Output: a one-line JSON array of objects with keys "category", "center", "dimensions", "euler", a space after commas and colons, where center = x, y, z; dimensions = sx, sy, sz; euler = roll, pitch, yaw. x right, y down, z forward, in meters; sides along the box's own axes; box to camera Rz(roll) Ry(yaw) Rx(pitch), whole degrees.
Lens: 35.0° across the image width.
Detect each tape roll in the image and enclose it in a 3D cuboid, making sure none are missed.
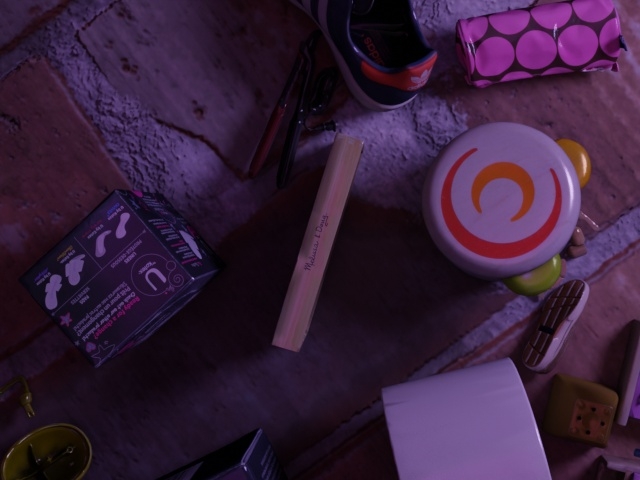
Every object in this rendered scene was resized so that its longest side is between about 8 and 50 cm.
[{"category": "tape roll", "center": [0.183, 0.280, 1.244], "dimensions": [0.169, 0.246, 0.246], "euler": [-14, 91, 4]}]

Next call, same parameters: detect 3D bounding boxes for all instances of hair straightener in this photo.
[{"category": "hair straightener", "center": [-0.017, -0.175, 1.350], "dimensions": [0.089, 0.047, 0.231], "euler": [21, 87, -16]}]

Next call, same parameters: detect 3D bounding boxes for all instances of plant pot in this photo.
[{"category": "plant pot", "center": [0.341, 0.226, 1.314], "dimensions": [0.081, 0.083, 0.082], "euler": [14, 93, 2]}]

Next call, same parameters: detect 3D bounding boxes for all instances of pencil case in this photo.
[{"category": "pencil case", "center": [0.280, -0.252, 1.305], "dimensions": [0.209, 0.095, 0.098], "euler": [-7, 112, 5]}]

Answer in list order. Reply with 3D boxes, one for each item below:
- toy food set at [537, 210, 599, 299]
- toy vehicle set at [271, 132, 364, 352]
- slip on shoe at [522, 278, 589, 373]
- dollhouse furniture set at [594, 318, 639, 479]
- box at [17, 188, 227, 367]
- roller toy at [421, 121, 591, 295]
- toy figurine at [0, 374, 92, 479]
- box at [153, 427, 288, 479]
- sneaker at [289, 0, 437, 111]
[{"category": "toy food set", "center": [0.306, 0.010, 1.344], "dimensions": [0.078, 0.019, 0.122], "euler": [42, 101, 2]}, {"category": "toy vehicle set", "center": [0.000, 0.000, 1.284], "dimensions": [0.035, 0.166, 0.267], "euler": [17, 92, 2]}, {"category": "slip on shoe", "center": [0.316, 0.115, 1.336], "dimensions": [0.041, 0.051, 0.135], "euler": [32, 84, -38]}, {"category": "dollhouse furniture set", "center": [0.475, 0.242, 1.198], "dimensions": [0.198, 0.303, 0.287], "euler": [13, 92, 3]}, {"category": "box", "center": [-0.234, 0.043, 1.257], "dimensions": [0.163, 0.247, 0.142], "euler": [-42, 88, 4]}, {"category": "roller toy", "center": [0.228, -0.047, 1.281], "dimensions": [0.191, 0.146, 0.209], "euler": [18, 88, 12]}, {"category": "toy figurine", "center": [-0.495, 0.373, 1.344], "dimensions": [0.191, 0.217, 0.362], "euler": [42, 49, 15]}, {"category": "box", "center": [-0.127, 0.491, 1.282], "dimensions": [0.293, 0.212, 0.396], "euler": [-25, 89, 3]}, {"category": "sneaker", "center": [0.029, -0.332, 1.269], "dimensions": [0.131, 0.148, 0.350], "euler": [-40, 93, -19]}]
